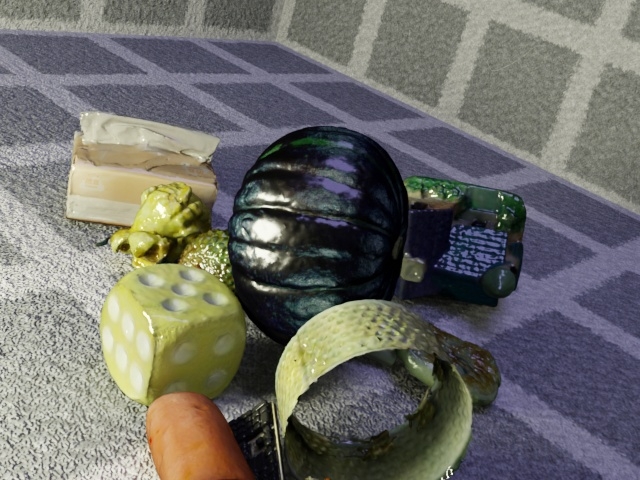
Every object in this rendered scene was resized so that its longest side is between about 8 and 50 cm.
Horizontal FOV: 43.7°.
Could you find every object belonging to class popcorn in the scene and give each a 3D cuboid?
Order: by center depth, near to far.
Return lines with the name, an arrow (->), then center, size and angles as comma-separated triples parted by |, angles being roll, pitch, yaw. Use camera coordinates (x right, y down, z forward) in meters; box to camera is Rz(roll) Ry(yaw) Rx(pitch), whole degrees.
popcorn -> -0.310, -0.015, 1.565 | 0.173, 0.168, 0.195 | 32, 65, 8

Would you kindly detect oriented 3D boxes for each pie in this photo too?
pie -> 0.230, 0.214, 1.472 | 0.240, 0.054, 0.240 | 27, 21, -12

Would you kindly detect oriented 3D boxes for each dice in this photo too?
dice -> -0.229, 0.145, 1.234 | 0.169, 0.166, 0.169 | -6, 32, -42

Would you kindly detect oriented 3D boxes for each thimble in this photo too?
thimble -> 0.069, 0.231, 1.128 | 0.270, 0.271, 0.150 | 10, 22, -15

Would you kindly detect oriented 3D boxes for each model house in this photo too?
model house -> 0.282, 0.015, 1.742 | 0.312, 0.245, 0.280 | 13, 19, 16

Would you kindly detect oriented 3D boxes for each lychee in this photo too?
lychee -> -0.175, 0.051, 1.487 | 0.171, 0.171, 0.171 | 14, 24, -6

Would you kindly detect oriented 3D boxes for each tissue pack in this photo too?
tissue pack -> -0.378, -0.155, 1.716 | 0.305, 0.239, 0.238 | 8, 25, -17

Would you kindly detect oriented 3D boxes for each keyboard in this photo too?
keyboard -> -0.091, 0.325, 1.027 | 0.027, 0.106, 0.317 | 50, 9, -24

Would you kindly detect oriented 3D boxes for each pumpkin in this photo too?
pumpkin -> 0.000, 0.000, 1.288 | 0.266, 0.364, 0.363 | 9, 23, 11

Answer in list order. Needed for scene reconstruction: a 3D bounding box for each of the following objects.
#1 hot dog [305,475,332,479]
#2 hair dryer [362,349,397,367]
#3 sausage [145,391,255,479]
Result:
hot dog -> 0.050, 0.375, 1.011 | 0.213, 0.103, 0.146 | 23, 2, -8
hair dryer -> 0.037, 0.210, 1.408 | 0.229, 0.092, 0.267 | 16, 37, -14
sausage -> -0.161, 0.277, 1.037 | 0.113, 0.114, 0.259 | 6, 13, -22
